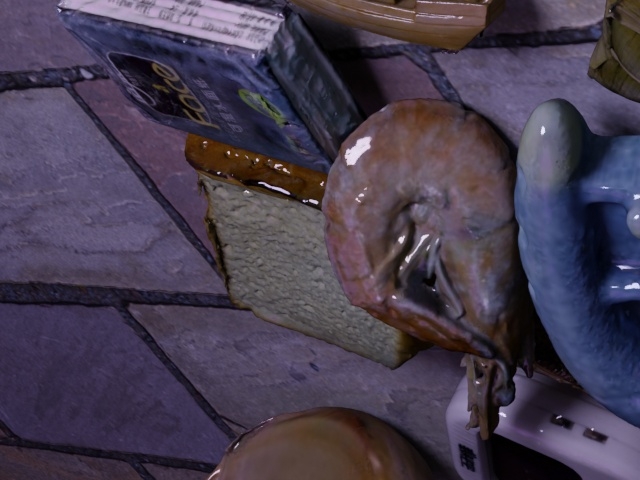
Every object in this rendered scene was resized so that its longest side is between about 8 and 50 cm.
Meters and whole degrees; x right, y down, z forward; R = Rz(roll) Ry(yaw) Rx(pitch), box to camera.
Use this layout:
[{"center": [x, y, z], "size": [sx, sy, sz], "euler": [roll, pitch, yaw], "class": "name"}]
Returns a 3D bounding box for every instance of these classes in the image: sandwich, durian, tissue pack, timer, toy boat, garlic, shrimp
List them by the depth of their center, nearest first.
[{"center": [0.042, -0.196, 1.430], "size": [0.206, 0.064, 0.072], "euler": [19, 135, 28], "class": "toy boat"}, {"center": [0.255, 0.037, 1.458], "size": [0.215, 0.123, 0.330], "euler": [1, 134, 19], "class": "toy boat"}, {"center": [-0.087, -0.144, 1.589], "size": [0.235, 0.073, 0.173], "euler": [18, 158, 36], "class": "tissue pack"}, {"center": [0.094, 0.033, 1.590], "size": [0.168, 0.077, 0.317], "euler": [-11, 111, -1], "class": "shrimp"}, {"center": [0.200, 0.088, 1.696], "size": [0.140, 0.071, 0.110], "euler": [27, -173, 3], "class": "durian"}, {"center": [0.000, -0.001, 1.748], "size": [0.226, 0.087, 0.251], "euler": [21, 152, 24], "class": "sandwich"}, {"center": [0.238, 0.208, 1.816], "size": [0.237, 0.087, 0.262], "euler": [24, 159, 18], "class": "timer"}, {"center": [-0.017, 0.262, 2.075], "size": [0.338, 0.196, 0.151], "euler": [11, 129, 38], "class": "garlic"}]

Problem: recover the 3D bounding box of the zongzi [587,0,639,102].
[{"center": [0.281, -0.107, 1.307], "size": [0.205, 0.094, 0.204], "euler": [27, 162, 7], "class": "zongzi"}]
